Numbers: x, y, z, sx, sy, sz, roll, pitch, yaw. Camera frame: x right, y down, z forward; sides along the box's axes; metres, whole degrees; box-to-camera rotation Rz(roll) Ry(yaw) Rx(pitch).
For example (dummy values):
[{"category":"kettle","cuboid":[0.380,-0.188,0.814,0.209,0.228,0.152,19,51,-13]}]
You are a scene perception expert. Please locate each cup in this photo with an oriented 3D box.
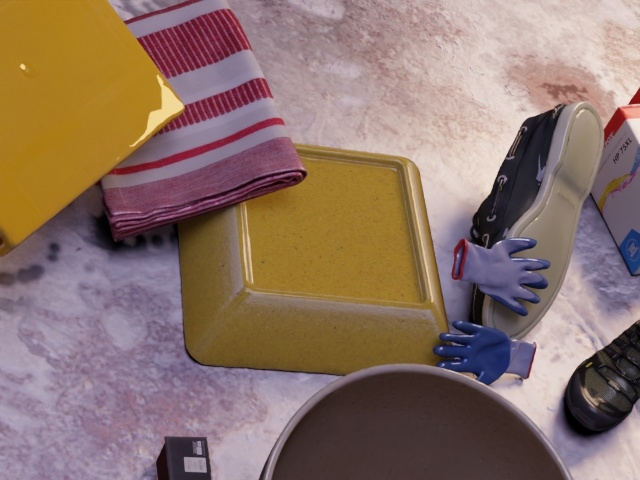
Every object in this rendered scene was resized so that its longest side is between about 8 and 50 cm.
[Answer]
[{"category":"cup","cuboid":[0.063,0.314,1.489,0.331,0.237,0.331,9,61,-18]}]

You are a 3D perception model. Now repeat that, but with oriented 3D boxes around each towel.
[{"category":"towel","cuboid":[-0.178,-0.161,1.854,0.237,0.037,0.329,-18,54,-8]}]

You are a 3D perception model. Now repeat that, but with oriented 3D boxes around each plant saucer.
[{"category":"plant saucer","cuboid":[0.000,0.000,1.838,0.333,0.081,0.332,6,52,-18]}]

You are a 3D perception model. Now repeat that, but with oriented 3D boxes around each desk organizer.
[{"category":"desk organizer","cuboid":[-0.138,0.271,1.584,0.047,0.050,0.130,4,52,-19]}]

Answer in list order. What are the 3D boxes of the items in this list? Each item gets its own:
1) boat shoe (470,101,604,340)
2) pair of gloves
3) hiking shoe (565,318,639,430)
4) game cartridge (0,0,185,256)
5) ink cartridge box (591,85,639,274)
[{"category":"boat shoe","cuboid":[0.247,-0.026,1.931,0.127,0.113,0.340,37,67,-42]},{"category":"pair of gloves","cuboid":[0.202,0.089,1.813,0.159,0.023,0.198,12,92,-36]},{"category":"hiking shoe","cuboid":[0.378,0.139,1.855,0.086,0.114,0.227,40,49,12]},{"category":"game cartridge","cuboid":[-0.329,-0.177,1.675,0.285,0.053,0.323,54,43,-9]},{"category":"ink cartridge box","cuboid":[0.425,-0.086,2.042,0.078,0.134,0.231,-5,55,-25]}]
